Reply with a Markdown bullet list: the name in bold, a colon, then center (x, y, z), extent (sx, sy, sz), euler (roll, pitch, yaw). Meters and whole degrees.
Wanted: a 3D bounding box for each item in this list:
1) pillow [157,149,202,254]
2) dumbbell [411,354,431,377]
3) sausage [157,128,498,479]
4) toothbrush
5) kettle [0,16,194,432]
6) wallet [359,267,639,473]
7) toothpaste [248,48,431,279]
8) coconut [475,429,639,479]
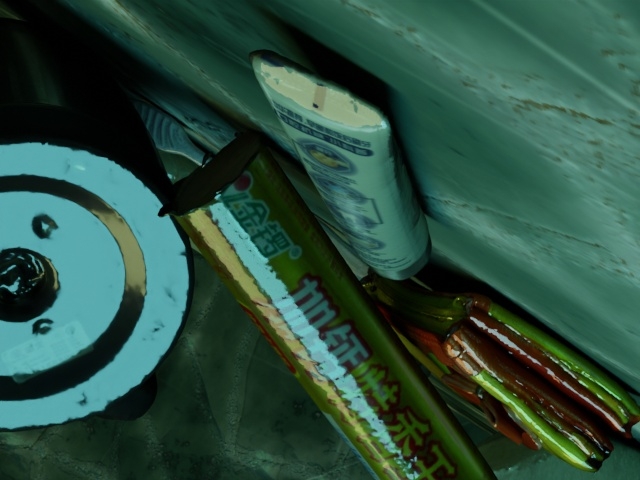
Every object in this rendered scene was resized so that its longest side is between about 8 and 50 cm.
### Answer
- **pillow**: center (-0.079, -0.008, 1.290), extent (0.281, 0.076, 0.274), euler (36, 177, -8)
- **dumbbell**: center (0.034, 0.092, 1.494), extent (0.081, 0.081, 0.254), euler (38, 175, -37)
- **sausage**: center (0.029, 0.095, 0.938), extent (0.371, 0.082, 0.082), euler (54, 167, -24)
- **toothbrush**: center (0.000, 0.000, 1.109), extent (0.375, 0.028, 0.037), euler (35, -179, 2)
- **kettle**: center (-0.209, -0.017, 1.050), extent (0.321, 0.228, 0.324), euler (58, -177, -34)
- **wallet**: center (0.102, 0.079, 0.966), extent (0.141, 0.067, 0.241), euler (37, 175, -13)
- **toothpaste**: center (0.019, -0.026, 0.639), extent (0.062, 0.039, 0.239), euler (29, 172, 17)
- **coconut**: center (0.196, 0.267, 1.193), extent (0.237, 0.265, 0.237), euler (6, 148, 4)
